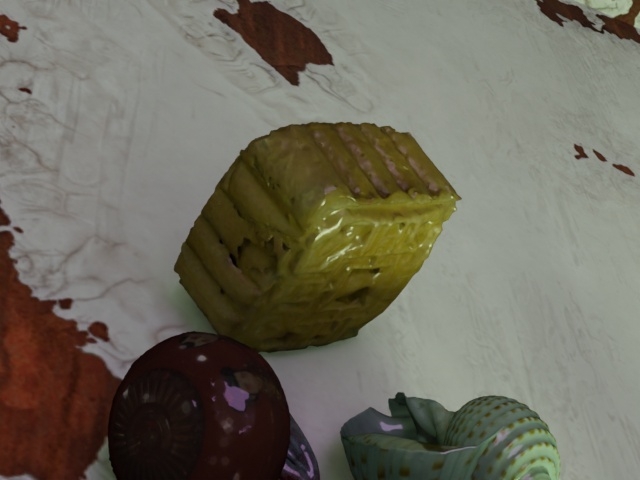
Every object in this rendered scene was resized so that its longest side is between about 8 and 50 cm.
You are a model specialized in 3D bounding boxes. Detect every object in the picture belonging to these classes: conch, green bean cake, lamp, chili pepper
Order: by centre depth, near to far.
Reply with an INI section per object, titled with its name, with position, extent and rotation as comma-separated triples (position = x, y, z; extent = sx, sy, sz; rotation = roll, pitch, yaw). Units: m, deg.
[lamp]
position = -0.091, 0.152, 0.841
extent = 0.156, 0.157, 0.135
rotation = 36, 14, 31
[conch]
position = 0.115, 0.209, 0.936
extent = 0.172, 0.200, 0.131
rotation = -17, 96, -32
[chili pepper]
position = -0.045, 0.172, 0.937
extent = 0.050, 0.041, 0.153
rotation = -36, 66, -8
[green bean cake]
position = 0.000, 0.000, 1.025
extent = 0.230, 0.224, 0.131
rotation = -4, 48, -44
